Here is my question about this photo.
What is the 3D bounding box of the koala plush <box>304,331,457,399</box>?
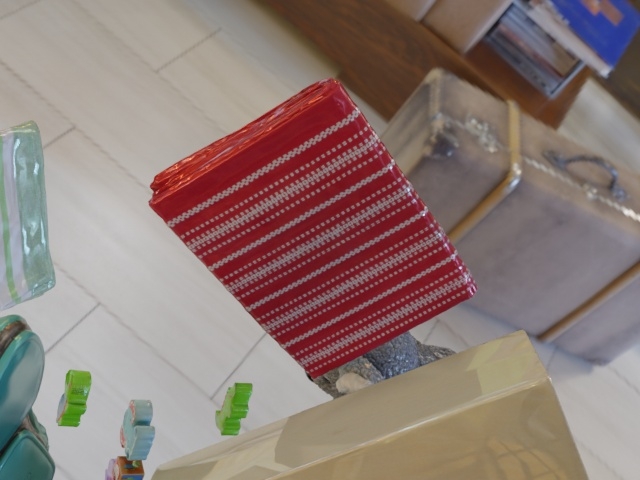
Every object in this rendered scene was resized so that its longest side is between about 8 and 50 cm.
[{"bbox_3d":[0.065,0.147,1.021,0.221,0.203,0.196,63,23,-43],"label":"koala plush"}]

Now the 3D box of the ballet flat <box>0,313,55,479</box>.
[{"bbox_3d":[-0.209,0.103,0.527,0.087,0.247,0.083,27,57,4],"label":"ballet flat"}]

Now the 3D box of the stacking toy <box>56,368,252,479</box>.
[{"bbox_3d":[-0.178,0.199,0.840,0.167,0.221,0.052,8,34,-29],"label":"stacking toy"}]

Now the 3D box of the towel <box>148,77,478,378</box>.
[{"bbox_3d":[0.000,0.000,0.826,0.275,0.198,0.031,51,17,-33],"label":"towel"}]

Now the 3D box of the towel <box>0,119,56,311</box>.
[{"bbox_3d":[-0.441,0.005,1.124,0.038,0.248,0.325,8,21,19],"label":"towel"}]

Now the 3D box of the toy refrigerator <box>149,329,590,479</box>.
[{"bbox_3d":[0.027,0.160,0.585,0.094,0.269,0.102,-84,151,-76],"label":"toy refrigerator"}]
